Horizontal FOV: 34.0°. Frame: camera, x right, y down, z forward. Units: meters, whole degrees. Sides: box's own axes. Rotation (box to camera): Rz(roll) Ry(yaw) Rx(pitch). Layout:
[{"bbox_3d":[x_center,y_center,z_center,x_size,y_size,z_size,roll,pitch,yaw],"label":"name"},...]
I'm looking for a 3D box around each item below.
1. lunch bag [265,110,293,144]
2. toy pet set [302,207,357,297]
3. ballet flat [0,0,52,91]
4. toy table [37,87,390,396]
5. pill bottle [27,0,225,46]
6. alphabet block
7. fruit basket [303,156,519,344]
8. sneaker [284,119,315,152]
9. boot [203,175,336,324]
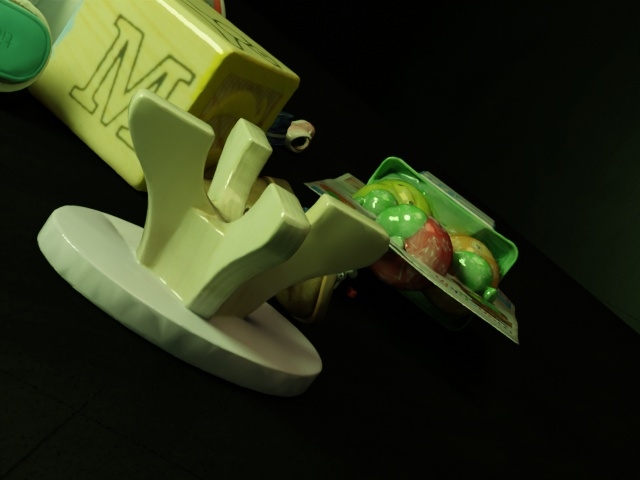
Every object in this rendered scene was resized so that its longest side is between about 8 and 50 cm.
[{"bbox_3d":[-0.093,-0.195,1.789,0.067,0.065,0.098,23,10,16],"label":"lunch bag"},{"bbox_3d":[0.000,0.000,1.325,0.114,0.065,0.122,26,16,-38],"label":"toy pet set"},{"bbox_3d":[-0.450,-0.266,1.019,0.400,0.139,0.139,31,13,-41],"label":"ballet flat"},{"bbox_3d":[-0.081,0.001,0.899,0.274,0.161,0.252,27,16,-33],"label":"toy table"},{"bbox_3d":[-0.303,-0.323,1.364,0.210,0.210,0.363,42,14,26],"label":"pill bottle"},{"bbox_3d":[-0.179,-0.182,1.224,0.197,0.193,0.192,41,15,20],"label":"alphabet block"},{"bbox_3d":[0.144,0.003,1.417,0.327,0.165,0.353,37,5,6],"label":"fruit basket"},{"bbox_3d":[-0.038,-0.190,1.948,0.070,0.051,0.134,44,18,24],"label":"sneaker"},{"bbox_3d":[-0.067,0.002,1.112,0.115,0.112,0.305,12,16,-23],"label":"boot"}]
